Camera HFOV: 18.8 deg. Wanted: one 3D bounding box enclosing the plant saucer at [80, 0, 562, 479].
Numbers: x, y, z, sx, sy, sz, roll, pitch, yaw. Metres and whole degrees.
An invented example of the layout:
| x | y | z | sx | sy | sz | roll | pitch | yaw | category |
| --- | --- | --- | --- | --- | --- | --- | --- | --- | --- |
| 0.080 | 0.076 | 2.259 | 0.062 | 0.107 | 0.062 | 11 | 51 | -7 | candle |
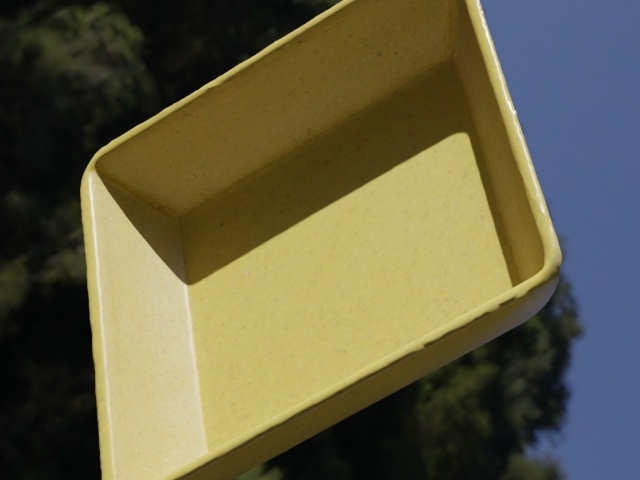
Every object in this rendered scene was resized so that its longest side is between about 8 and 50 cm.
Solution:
| x | y | z | sx | sy | sz | roll | pitch | yaw | category |
| --- | --- | --- | --- | --- | --- | --- | --- | --- | --- |
| 0.000 | 0.000 | 1.290 | 0.081 | 0.333 | 0.333 | 44 | 24 | -41 | plant saucer |
